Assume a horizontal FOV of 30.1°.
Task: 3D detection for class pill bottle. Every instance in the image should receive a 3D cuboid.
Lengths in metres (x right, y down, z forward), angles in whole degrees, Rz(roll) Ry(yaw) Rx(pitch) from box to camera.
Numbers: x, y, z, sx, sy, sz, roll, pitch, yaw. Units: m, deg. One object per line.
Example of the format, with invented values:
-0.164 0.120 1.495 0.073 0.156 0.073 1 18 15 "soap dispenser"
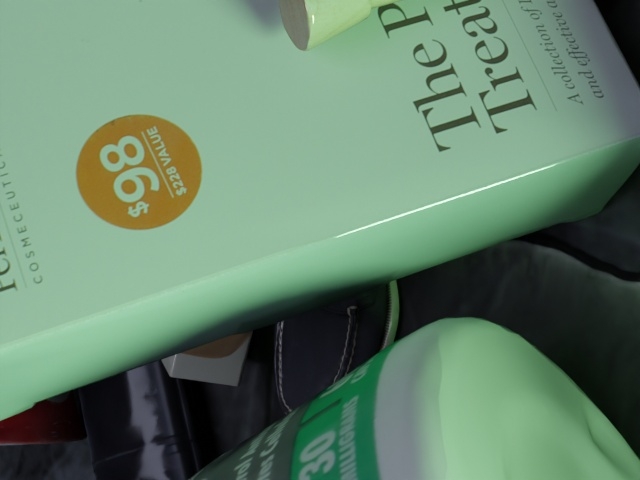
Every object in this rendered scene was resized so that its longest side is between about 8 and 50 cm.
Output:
-0.029 0.205 0.508 0.361 0.204 0.204 -36 67 24 "pill bottle"

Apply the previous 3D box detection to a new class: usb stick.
-0.086 0.181 0.684 0.077 0.045 0.278 -21 76 29 "usb stick"

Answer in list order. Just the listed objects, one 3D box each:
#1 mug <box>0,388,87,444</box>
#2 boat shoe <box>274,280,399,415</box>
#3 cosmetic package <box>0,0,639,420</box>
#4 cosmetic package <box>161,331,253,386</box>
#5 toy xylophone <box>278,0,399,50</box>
-0.189 0.039 0.731 0.150 0.113 0.169 -7 80 45 "mug"
0.000 0.000 0.602 0.075 0.065 0.206 18 101 38 "boat shoe"
-0.067 -0.148 0.529 0.097 0.284 0.377 99 150 -69 "cosmetic package"
-0.056 0.015 0.649 0.060 0.041 0.115 -142 64 -68 "cosmetic package"
0.037 -0.213 0.470 0.236 0.322 0.081 60 161 15 "toy xylophone"
